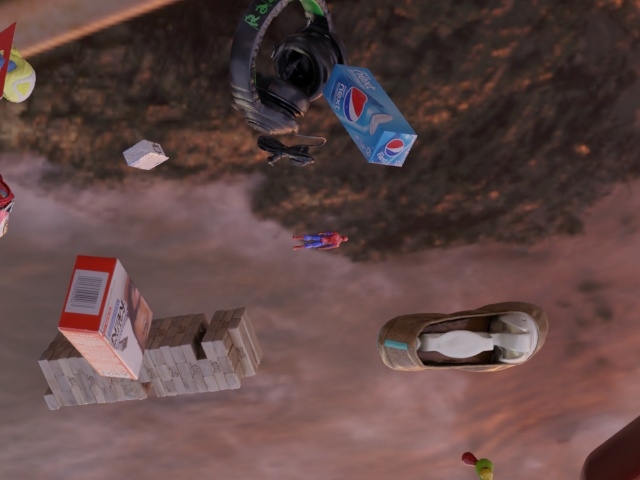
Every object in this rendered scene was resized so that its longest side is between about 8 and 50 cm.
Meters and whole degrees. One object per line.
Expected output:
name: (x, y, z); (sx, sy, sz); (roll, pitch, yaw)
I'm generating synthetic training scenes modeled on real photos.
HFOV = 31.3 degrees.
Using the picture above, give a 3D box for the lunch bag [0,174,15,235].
lunch bag: (-0.736, -0.098, 2.224); (0.258, 0.293, 0.120); (-14, 131, -41)

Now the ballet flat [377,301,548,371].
ballet flat: (0.259, 0.161, 1.860); (0.342, 0.116, 0.124); (1, -179, -27)

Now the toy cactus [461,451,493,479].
toy cactus: (0.239, 0.434, 1.744); (0.180, 0.219, 0.112); (11, 143, 36)

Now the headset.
headset: (-0.076, -0.287, 2.069); (0.185, 0.243, 0.394); (21, 146, 30)

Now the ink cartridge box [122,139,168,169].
ink cartridge box: (-0.309, -0.152, 2.030); (0.048, 0.028, 0.083); (-28, 170, 13)

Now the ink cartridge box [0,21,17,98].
ink cartridge box: (-0.549, -0.224, 1.671); (0.224, 0.181, 0.056); (-30, 133, 25)

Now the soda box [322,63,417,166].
soda box: (0.082, -0.217, 1.956); (0.071, 0.210, 0.067); (4, 127, -32)

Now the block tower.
block tower: (-0.266, 0.180, 1.742); (0.335, 0.091, 0.097); (-10, 116, 16)

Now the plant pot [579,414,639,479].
plant pot: (0.341, 0.200, 0.825); (0.267, 0.267, 0.236); (-36, -179, -4)

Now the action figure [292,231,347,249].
action figure: (0.000, 0.000, 2.413); (0.115, 0.038, 0.030); (-4, 177, 4)

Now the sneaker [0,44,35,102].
sneaker: (-0.565, -0.305, 1.880); (0.126, 0.240, 0.091); (21, 96, -44)

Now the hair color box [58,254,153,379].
hair color box: (-0.250, 0.093, 1.346); (0.053, 0.093, 0.167); (6, 156, 8)
